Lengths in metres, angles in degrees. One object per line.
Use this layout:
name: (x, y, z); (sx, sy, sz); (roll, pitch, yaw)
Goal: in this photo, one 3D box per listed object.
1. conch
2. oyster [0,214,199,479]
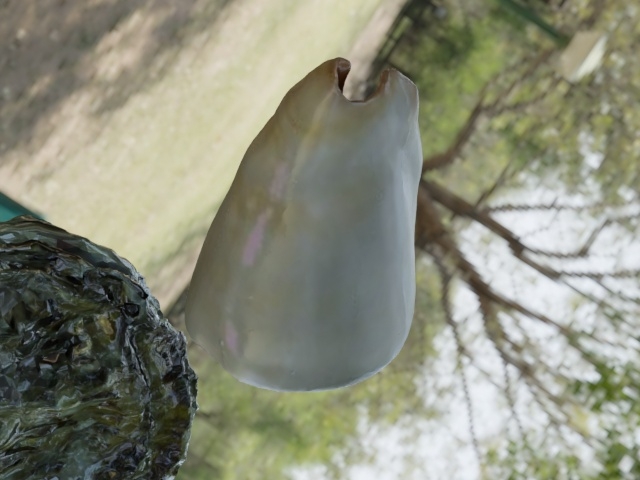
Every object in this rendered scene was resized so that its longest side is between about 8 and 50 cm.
conch: (-0.003, -0.006, 0.597); (0.094, 0.104, 0.176); (-122, -149, -57)
oyster: (-0.213, 0.050, 0.739); (0.158, 0.351, 0.162); (3, -108, 59)
